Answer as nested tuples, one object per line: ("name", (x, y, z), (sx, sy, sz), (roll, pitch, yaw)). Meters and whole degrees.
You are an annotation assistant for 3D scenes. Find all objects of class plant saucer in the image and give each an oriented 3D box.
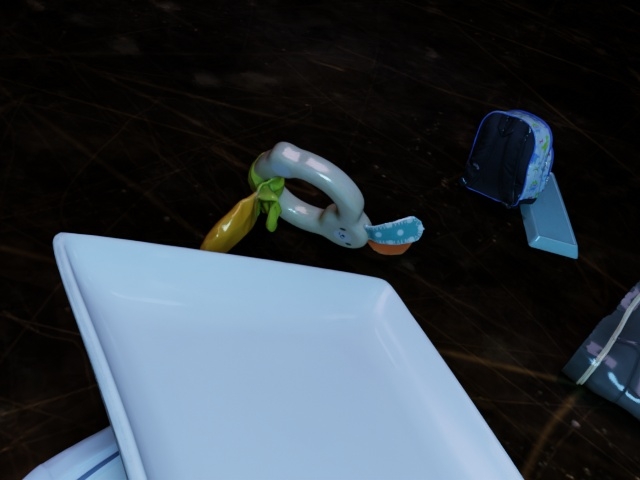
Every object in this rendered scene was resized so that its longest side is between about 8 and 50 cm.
("plant saucer", (0.305, -0.047, 0.977), (0.067, 0.018, 0.192), (15, 36, -5))

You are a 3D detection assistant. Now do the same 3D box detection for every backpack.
("backpack", (0.254, -0.114, 0.948), (0.084, 0.114, 0.105), (-13, 33, -40))

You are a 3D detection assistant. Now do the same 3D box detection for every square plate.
("square plate", (0.007, 0.147, 0.501), (0.347, 0.049, 0.344), (11, 37, -43))

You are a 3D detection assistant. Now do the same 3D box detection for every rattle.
("rattle", (0.000, 0.000, 0.750), (0.199, 0.130, 0.143), (38, 45, -17))

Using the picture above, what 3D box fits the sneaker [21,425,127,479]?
("sneaker", (-0.121, 0.173, 0.453), (0.091, 0.094, 0.258), (28, 37, 20))

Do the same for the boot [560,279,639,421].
("boot", (0.354, 0.123, 0.746), (0.137, 0.077, 0.198), (41, 55, 21))
